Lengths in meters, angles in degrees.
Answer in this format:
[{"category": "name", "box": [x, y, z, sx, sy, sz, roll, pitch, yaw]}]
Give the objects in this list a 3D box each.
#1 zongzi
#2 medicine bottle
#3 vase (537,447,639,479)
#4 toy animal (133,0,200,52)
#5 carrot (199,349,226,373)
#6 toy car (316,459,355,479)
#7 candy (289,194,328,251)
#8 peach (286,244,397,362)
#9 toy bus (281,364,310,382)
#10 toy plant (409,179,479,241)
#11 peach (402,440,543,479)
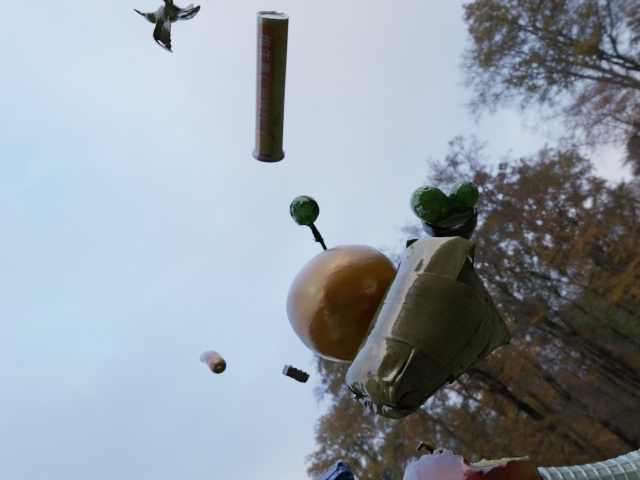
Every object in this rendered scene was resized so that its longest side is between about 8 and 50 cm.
[{"category": "zongzi", "box": [0.108, 0.104, 0.418, 0.160, 0.078, 0.176, -54, -54, -22]}, {"category": "medicine bottle", "box": [-0.152, -0.446, 1.413, 0.108, 0.108, 0.426, -23, -45, -33]}, {"category": "vase", "box": [0.693, 0.595, 1.162, 0.299, 0.143, 0.143, -7, -51, -2]}, {"category": "toy animal", "box": [-0.381, -0.565, 1.156, 0.095, 0.155, 0.219, 121, 172, -51]}, {"category": "carrot", "box": [-0.391, 0.420, 1.681, 0.066, 0.271, 0.062, 44, -110, -22]}, {"category": "toy car", "box": [0.007, 0.425, 0.734, 0.103, 0.063, 0.216, -26, -38, -41]}, {"category": "candy", "box": [-0.002, 0.001, 1.534, 0.097, 0.097, 0.323, -34, -75, -23]}, {"category": "peach", "box": [0.031, 0.068, 0.508, 0.138, 0.138, 0.138, -25, -47, -31]}, {"category": "toy bus", "box": [-0.101, 0.554, 1.963, 0.131, 0.037, 0.052, 36, -108, -38]}, {"category": "toy plant", "box": [0.399, -0.089, 1.504, 0.218, 0.175, 0.235, -19, -54, -1]}, {"category": "peach", "box": [0.353, 0.638, 1.087, 0.406, 0.335, 0.310, 67, -155, -65]}]
